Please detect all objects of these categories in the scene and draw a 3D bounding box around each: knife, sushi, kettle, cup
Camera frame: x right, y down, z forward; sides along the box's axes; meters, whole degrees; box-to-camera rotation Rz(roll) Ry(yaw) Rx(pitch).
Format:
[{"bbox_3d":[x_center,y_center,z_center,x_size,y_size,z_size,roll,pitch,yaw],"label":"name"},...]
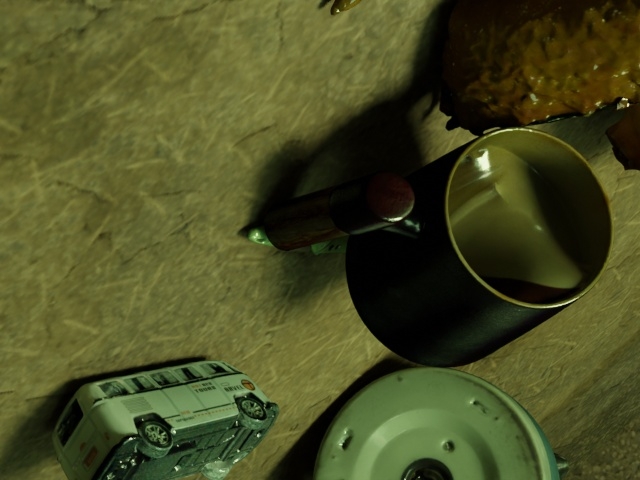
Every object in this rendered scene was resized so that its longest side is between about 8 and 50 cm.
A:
[{"bbox_3d":[0.000,0.000,1.102,0.207,0.014,0.030,2,128,-56],"label":"knife"},{"bbox_3d":[0.214,-0.160,0.999,0.287,0.149,0.140,-12,132,19],"label":"sushi"},{"bbox_3d":[0.121,0.288,1.508,0.319,0.247,0.342,-14,166,14],"label":"kettle"},{"bbox_3d":[0.094,0.015,1.026,0.239,0.166,0.177,-16,172,-22],"label":"cup"}]

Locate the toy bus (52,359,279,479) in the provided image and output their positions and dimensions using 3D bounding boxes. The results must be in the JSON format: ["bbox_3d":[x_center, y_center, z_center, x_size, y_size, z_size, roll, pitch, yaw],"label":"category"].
[{"bbox_3d":[-0.124,0.150,1.069,0.194,0.089,0.087,-7,138,-50],"label":"toy bus"}]

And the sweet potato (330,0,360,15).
[{"bbox_3d":[0.041,-0.193,0.860,0.026,0.026,0.115,-8,142,-49],"label":"sweet potato"}]

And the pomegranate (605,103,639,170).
[{"bbox_3d":[0.395,-0.125,1.215,0.264,0.264,0.264,-33,152,-20],"label":"pomegranate"}]
